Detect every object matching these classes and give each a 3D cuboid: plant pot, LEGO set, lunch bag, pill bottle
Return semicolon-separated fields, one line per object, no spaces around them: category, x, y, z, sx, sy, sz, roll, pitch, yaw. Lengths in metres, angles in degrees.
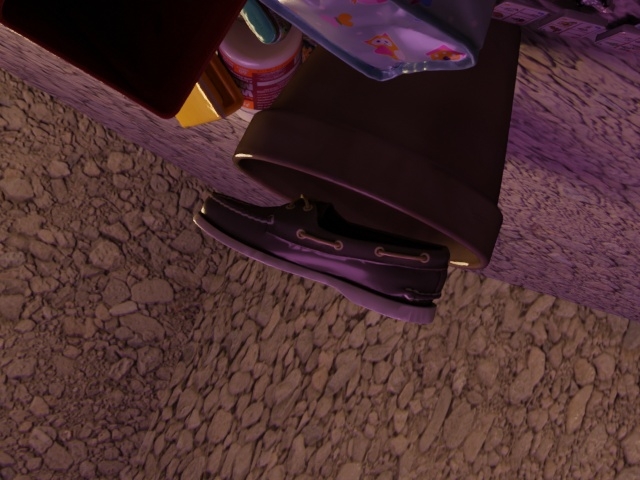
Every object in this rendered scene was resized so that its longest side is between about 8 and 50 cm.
plant pot;0.098;-0.154;1.631;0.323;0.280;0.323;23;174;2
LEGO set;0.285;-0.245;1.388;0.182;0.060;0.244;12;177;-10
plant pot;-0.248;-0.337;1.556;0.267;0.267;0.236;30;-177;-46
lunch bag;0.025;-0.281;1.096;0.262;0.223;0.160;27;165;-30
pill bottle;-0.086;-0.255;1.985;0.121;0.121;0.221;22;161;6

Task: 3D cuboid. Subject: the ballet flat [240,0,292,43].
ballet flat;-0.097;-0.333;1.741;0.188;0.070;0.070;57;165;-12

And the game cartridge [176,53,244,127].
game cartridge;-0.235;-0.299;2.041;0.285;0.053;0.324;58;169;-11

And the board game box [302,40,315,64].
board game box;-0.108;-0.312;2.156;0.136;0.035;0.201;28;172;-38

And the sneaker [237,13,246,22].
sneaker;-0.159;-0.340;1.820;0.267;0.101;0.106;24;176;-5

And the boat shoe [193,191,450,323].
boat shoe;0.001;0.000;1.588;0.305;0.091;0.109;22;-168;15
